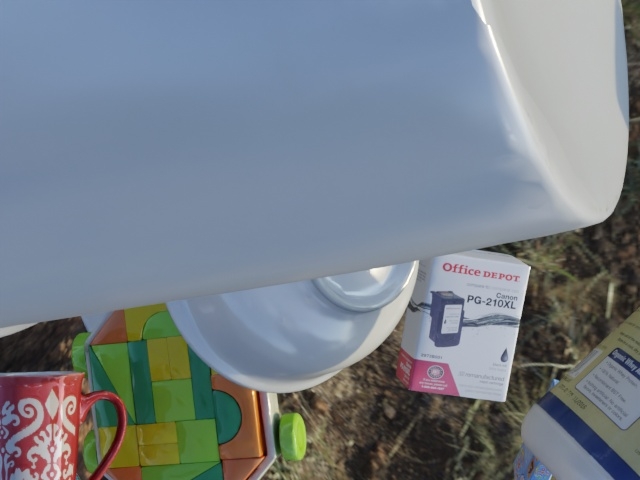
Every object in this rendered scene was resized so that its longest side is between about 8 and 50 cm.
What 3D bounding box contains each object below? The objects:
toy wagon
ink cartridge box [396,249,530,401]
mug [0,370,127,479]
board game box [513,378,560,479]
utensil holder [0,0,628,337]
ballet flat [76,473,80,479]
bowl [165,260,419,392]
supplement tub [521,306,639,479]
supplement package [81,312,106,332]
[{"bbox_3d":[-0.153,0.223,1.182,0.267,0.068,0.344,-7,89,13],"label":"toy wagon"},{"bbox_3d":[0.237,0.135,1.679,0.172,0.100,0.237,8,96,-10],"label":"ink cartridge box"},{"bbox_3d":[-0.293,0.226,1.066,0.150,0.113,0.169,-1,84,10],"label":"mug"},{"bbox_3d":[0.430,0.397,1.938,0.039,0.160,0.211,20,112,0],"label":"board game box"},{"bbox_3d":[-0.069,-0.125,0.515,0.386,0.328,0.327,-9,92,26],"label":"utensil holder"},{"bbox_3d":[-0.472,0.519,1.763,0.077,0.079,0.221,9,61,-6],"label":"ballet flat"},{"bbox_3d":[0.000,0.000,0.967,0.298,0.134,0.297,4,83,-39],"label":"bowl"},{"bbox_3d":[0.350,0.133,0.824,0.316,0.228,0.228,-43,98,2],"label":"supplement tub"},{"bbox_3d":[-0.188,0.125,1.396,0.149,0.203,0.194,-23,94,30],"label":"supplement package"}]
